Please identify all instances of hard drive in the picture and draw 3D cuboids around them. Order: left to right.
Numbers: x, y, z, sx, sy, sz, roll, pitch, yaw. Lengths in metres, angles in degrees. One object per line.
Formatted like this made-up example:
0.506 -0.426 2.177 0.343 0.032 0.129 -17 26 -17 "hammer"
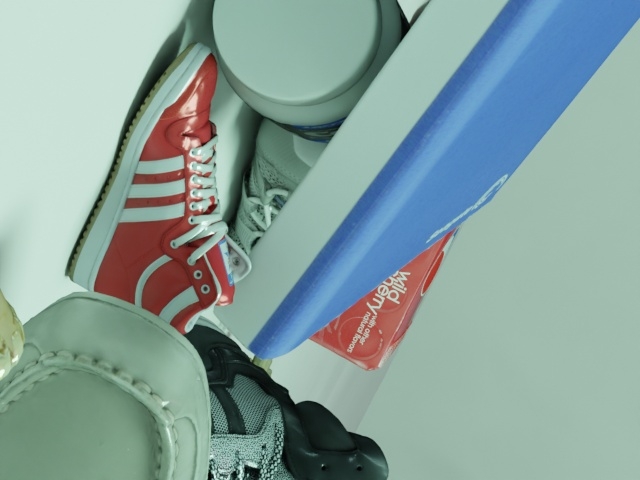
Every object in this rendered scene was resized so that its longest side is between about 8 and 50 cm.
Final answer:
0.094 -0.095 0.823 0.210 0.040 0.319 -35 166 -48 "hard drive"

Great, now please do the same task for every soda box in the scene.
0.064 -0.039 1.444 0.263 0.092 0.083 -64 173 24 "soda box"

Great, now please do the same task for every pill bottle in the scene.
-0.002 -0.084 0.838 0.078 0.078 0.137 -61 173 2 "pill bottle"

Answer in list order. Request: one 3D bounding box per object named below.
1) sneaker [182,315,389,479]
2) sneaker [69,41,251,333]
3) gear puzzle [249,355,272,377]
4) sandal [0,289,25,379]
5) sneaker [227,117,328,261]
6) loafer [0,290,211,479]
-0.053 0.123 0.997 0.101 0.153 0.268 -64 173 18 "sneaker"
-0.050 -0.017 0.800 0.118 0.067 0.042 -64 170 26 "sneaker"
-0.093 0.141 1.281 0.339 0.044 0.175 -64 171 3 "gear puzzle"
-0.107 0.017 0.474 0.088 0.079 0.240 -53 170 -48 "sandal"
0.000 0.000 1.091 0.115 0.105 0.281 -55 170 -10 "sneaker"
-0.130 0.159 0.759 0.111 0.112 0.319 -66 -179 -59 "loafer"
